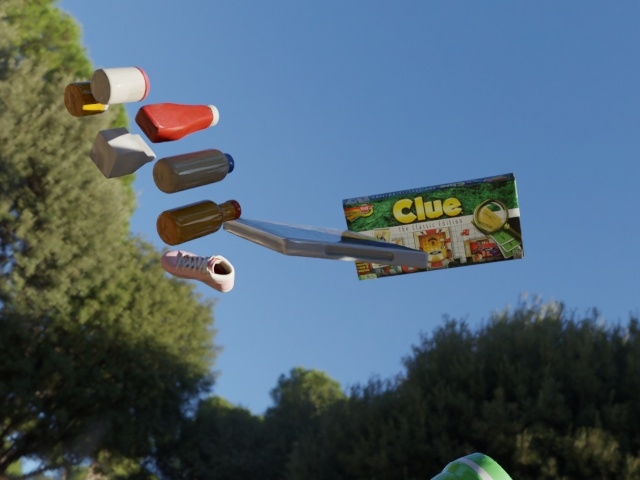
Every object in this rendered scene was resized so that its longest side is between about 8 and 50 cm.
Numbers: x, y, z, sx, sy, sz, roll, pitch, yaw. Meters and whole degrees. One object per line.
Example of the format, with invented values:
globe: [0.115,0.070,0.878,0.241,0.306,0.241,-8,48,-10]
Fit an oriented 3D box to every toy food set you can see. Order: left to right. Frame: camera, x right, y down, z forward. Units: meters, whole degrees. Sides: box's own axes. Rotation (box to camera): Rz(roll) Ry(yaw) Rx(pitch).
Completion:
toy food set: [-0.179,-0.114,0.873,0.232,0.104,0.111,48,-52,18]

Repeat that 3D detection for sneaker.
sneaker: [-0.209,0.042,1.336,0.134,0.051,0.070,22,-29,-4]

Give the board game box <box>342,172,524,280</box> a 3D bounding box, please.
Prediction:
board game box: [0.172,-0.018,1.180,0.259,0.030,0.136,-9,-68,11]

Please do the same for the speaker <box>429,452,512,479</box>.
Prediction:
speaker: [0.115,0.393,0.968,0.131,0.296,0.131,49,-23,30]

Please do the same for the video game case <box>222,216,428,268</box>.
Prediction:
video game case: [0.000,0.000,0.987,0.193,0.023,0.212,6,5,-27]
